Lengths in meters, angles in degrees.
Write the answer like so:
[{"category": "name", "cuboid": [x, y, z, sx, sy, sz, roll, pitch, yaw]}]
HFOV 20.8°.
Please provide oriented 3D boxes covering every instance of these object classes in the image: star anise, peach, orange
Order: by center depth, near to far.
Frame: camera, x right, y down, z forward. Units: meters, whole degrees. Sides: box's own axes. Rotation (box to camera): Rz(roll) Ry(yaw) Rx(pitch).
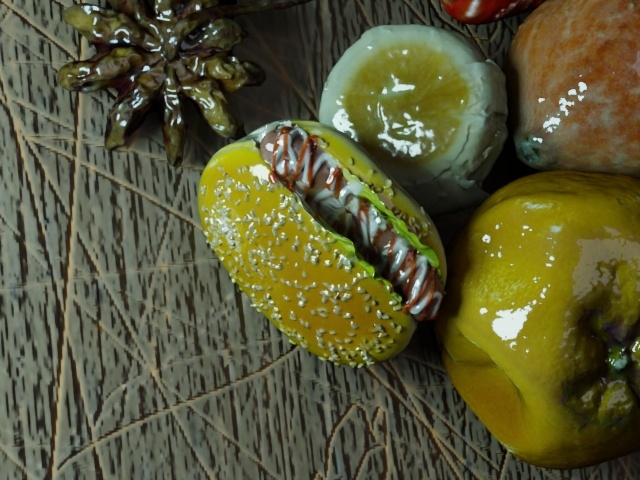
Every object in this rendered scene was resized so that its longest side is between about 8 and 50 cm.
[{"category": "orange", "cuboid": [0.218, 0.066, 1.390, 0.249, 0.183, 0.249, -8, 115, -17]}, {"category": "star anise", "cuboid": [-0.107, -0.172, 1.405, 0.177, 0.073, 0.234, 34, 71, -6]}, {"category": "peach", "cuboid": [0.249, -0.120, 1.472, 0.232, 0.232, 0.233, 6, 73, -22]}]

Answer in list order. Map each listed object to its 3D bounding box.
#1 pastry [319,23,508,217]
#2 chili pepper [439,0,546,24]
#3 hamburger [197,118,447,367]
[{"category": "pastry", "cuboid": [0.076, -0.099, 1.438, 0.165, 0.088, 0.166, -3, 81, 17]}, {"category": "chili pepper", "cuboid": [0.153, -0.253, 1.515, 0.338, 0.134, 0.131, -26, 99, -29]}, {"category": "hamburger", "cuboid": [0.000, 0.000, 1.359, 0.210, 0.173, 0.116, 46, 38, -7]}]
